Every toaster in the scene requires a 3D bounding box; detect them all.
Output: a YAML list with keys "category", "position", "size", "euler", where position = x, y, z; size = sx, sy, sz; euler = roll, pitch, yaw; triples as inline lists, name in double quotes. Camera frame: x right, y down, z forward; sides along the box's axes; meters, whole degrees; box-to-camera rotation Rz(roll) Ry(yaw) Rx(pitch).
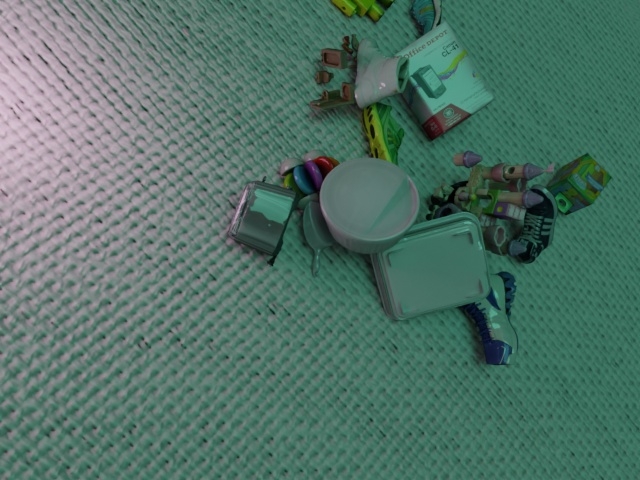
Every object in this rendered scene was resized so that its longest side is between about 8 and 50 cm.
- category: "toaster"
  position: [-0.160, -0.057, 1.275]
  size: [0.146, 0.129, 0.227]
  euler: [21, 90, -12]

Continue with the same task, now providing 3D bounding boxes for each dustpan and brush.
- category: "dustpan and brush"
  position: [0.000, 0.000, 1.366]
  size: [0.147, 0.060, 0.211]
  euler: [10, 75, -44]

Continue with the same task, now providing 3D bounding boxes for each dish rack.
- category: "dish rack"
  position: [0.330, 0.087, 1.362]
  size: [0.332, 0.072, 0.286]
  euler: [-16, 104, 2]

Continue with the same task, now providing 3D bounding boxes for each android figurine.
- category: "android figurine"
  position: [0.128, -0.889, 1.615]
  size: [0.272, 0.056, 0.248]
  euler: [37, 68, -11]

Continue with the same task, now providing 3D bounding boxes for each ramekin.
- category: "ramekin"
  position: [0.132, -0.086, 1.296]
  size: [0.272, 0.127, 0.273]
  euler: [0, 61, 0]

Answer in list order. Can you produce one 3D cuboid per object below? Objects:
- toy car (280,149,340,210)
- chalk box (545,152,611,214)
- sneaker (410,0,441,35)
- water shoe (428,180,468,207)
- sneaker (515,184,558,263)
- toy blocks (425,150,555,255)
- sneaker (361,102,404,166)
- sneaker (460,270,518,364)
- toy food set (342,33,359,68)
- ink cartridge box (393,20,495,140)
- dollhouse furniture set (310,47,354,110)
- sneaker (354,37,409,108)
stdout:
- category: "toy car"
  position: [-0.018, -0.185, 1.359]
  size: [0.181, 0.136, 0.159]
  euler: [-24, 88, -24]
- category: "chalk box"
  position: [0.939, -0.193, 1.731]
  size: [0.132, 0.132, 0.213]
  euler: [45, 68, 0]
- category: "sneaker"
  position: [0.381, -0.820, 1.692]
  size: [0.109, 0.107, 0.276]
  euler: [2, 81, 9]
- category: "water shoe"
  position: [0.459, -0.155, 1.569]
  size: [0.203, 0.080, 0.073]
  euler: [-25, 88, -24]
- category: "sneaker"
  position: [0.715, -0.042, 1.581]
  size: [0.153, 0.099, 0.282]
  euler: [-39, 132, -19]
- category: "toy blocks"
  position: [0.548, -0.118, 1.434]
  size: [0.308, 0.260, 0.289]
  euler: [25, 81, -37]
- category: "sneaker"
  position: [0.220, -0.312, 1.495]
  size: [0.123, 0.109, 0.296]
  euler: [-7, 81, -19]
- category: "sneaker"
  position: [0.518, 0.235, 1.495]
  size: [0.182, 0.127, 0.316]
  euler: [14, 67, -14]
- category: "toy food set"
  position: [0.106, -0.641, 1.571]
  size: [0.077, 0.019, 0.122]
  euler: [-12, 83, -23]
- category: "ink cartridge box"
  position: [0.400, -0.530, 1.571]
  size: [0.226, 0.131, 0.306]
  euler: [-34, 94, -4]
- category: "dollhouse furniture set"
  position: [0.011, -0.497, 1.436]
  size: [0.123, 0.144, 0.151]
  euler: [-20, 122, -23]
- category: "sneaker"
  position: [0.206, -0.552, 1.483]
  size: [0.108, 0.169, 0.293]
  euler: [45, 43, -48]
